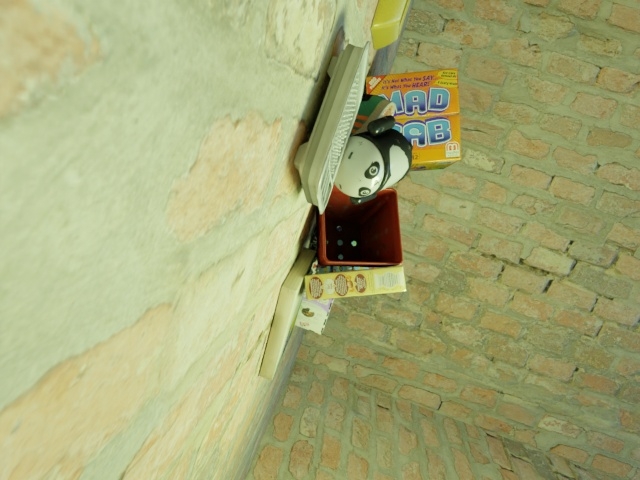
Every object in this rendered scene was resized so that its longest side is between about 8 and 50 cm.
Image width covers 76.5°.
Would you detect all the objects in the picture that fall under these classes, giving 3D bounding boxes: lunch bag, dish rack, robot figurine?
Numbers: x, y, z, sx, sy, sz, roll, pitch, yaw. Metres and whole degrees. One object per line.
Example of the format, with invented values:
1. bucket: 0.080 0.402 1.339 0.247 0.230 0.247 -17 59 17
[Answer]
1. lunch bag: 0.073 0.078 1.703 0.293 0.138 0.220 -23 -106 54
2. dish rack: 0.022 -0.240 0.903 0.285 0.073 0.332 70 39 -82
3. robot figurine: 0.151 -0.223 1.147 0.278 0.174 0.208 -27 100 -43

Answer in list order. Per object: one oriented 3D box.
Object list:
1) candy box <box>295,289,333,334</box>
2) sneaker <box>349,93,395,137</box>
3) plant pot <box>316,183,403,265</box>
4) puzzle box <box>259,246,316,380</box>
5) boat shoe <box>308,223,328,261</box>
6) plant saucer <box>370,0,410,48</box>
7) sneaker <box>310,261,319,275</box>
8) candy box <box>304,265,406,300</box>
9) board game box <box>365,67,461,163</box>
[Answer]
1. candy box: -0.039 0.258 1.643 0.070 0.165 0.196 -53 162 -73
2. sneaker: 0.097 -0.337 1.263 0.302 0.121 0.108 -48 153 -14
3. plant pot: 0.102 -0.023 1.407 0.236 0.268 0.266 135 -45 -66
4. puzzle box: -0.116 0.257 1.435 0.272 0.052 0.408 -65 172 -62
5. boat shoe: 0.000 0.000 1.611 0.070 0.078 0.219 -67 176 -52
6. plant saucer: 0.262 -0.824 1.343 0.332 0.081 0.332 -59 167 -73
7. sneaker: -0.018 0.109 2.071 0.169 0.069 0.071 -63 -167 12
8. candy box: 0.113 0.145 1.367 0.183 0.317 0.087 71 14 -83
9. board game box: 0.382 -0.492 1.765 0.356 0.357 0.355 -34 121 -83
